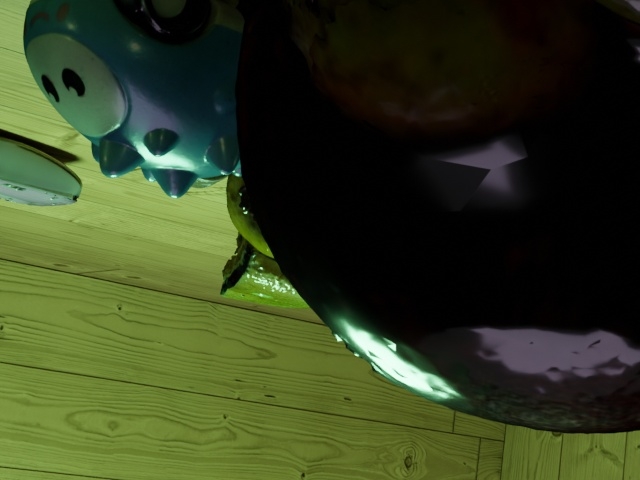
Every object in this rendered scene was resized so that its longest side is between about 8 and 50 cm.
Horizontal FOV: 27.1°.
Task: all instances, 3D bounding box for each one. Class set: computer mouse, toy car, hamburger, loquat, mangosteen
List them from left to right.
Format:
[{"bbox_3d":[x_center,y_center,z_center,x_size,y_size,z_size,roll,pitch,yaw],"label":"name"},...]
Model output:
[{"bbox_3d":[-0.487,-0.111,1.910,0.158,0.072,0.310,-3,167,40],"label":"computer mouse"},{"bbox_3d":[-0.137,-0.137,1.158,0.255,0.190,0.188,18,167,-40],"label":"toy car"},{"bbox_3d":[-0.046,0.016,2.034,0.192,0.168,0.288,11,170,-12],"label":"hamburger"},{"bbox_3d":[-0.033,-0.067,1.602,0.149,0.172,0.204,19,-148,11],"label":"loquat"},{"bbox_3d":[0.148,-0.112,0.689,0.380,0.421,0.381,5,-149,-3],"label":"mangosteen"}]

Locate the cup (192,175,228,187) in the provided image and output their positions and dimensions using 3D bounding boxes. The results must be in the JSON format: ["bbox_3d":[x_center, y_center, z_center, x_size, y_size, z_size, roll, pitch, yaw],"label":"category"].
[{"bbox_3d":[-0.133,-0.107,1.688,0.102,0.074,0.099,-5,177,-17],"label":"cup"}]
